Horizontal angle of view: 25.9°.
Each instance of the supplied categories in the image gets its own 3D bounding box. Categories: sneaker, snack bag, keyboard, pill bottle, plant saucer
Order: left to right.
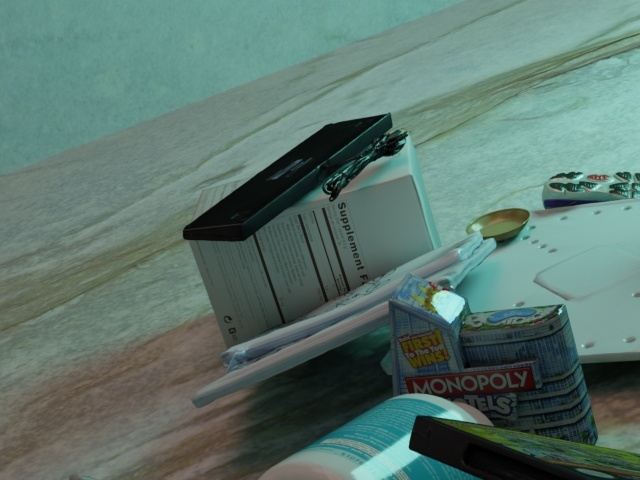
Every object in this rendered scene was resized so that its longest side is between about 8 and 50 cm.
[{"bbox_3d":[-0.009,-0.080,1.715,0.202,0.033,0.317,-5,26,44],"label":"keyboard"},{"bbox_3d":[0.027,0.082,1.548,0.323,0.037,0.342,-25,1,17],"label":"snack bag"},{"bbox_3d":[0.059,0.216,1.171,0.146,0.146,0.264,-4,9,33],"label":"pill bottle"},{"bbox_3d":[0.223,-0.017,1.737,0.083,0.015,0.083,-16,19,6],"label":"plant saucer"},{"bbox_3d":[0.370,-0.046,1.780,0.170,0.071,0.068,5,35,15],"label":"sneaker"}]

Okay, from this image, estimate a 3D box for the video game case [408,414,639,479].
[{"bbox_3d":[0.246,0.193,1.050,0.275,0.035,0.248,15,-1,-35],"label":"video game case"}]

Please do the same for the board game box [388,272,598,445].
[{"bbox_3d":[0.144,0.123,1.317,0.194,0.194,0.060,-8,22,27],"label":"board game box"}]

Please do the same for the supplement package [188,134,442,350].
[{"bbox_3d":[0.000,0.000,1.796,0.293,0.175,0.177,-15,20,7],"label":"supplement package"}]

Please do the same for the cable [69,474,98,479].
[{"bbox_3d":[-0.226,0.308,1.133,0.257,0.089,0.257,-33,25,-33],"label":"cable"}]

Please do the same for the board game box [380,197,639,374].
[{"bbox_3d":[0.312,0.055,1.571,0.390,0.050,0.390,-6,23,29],"label":"board game box"}]
